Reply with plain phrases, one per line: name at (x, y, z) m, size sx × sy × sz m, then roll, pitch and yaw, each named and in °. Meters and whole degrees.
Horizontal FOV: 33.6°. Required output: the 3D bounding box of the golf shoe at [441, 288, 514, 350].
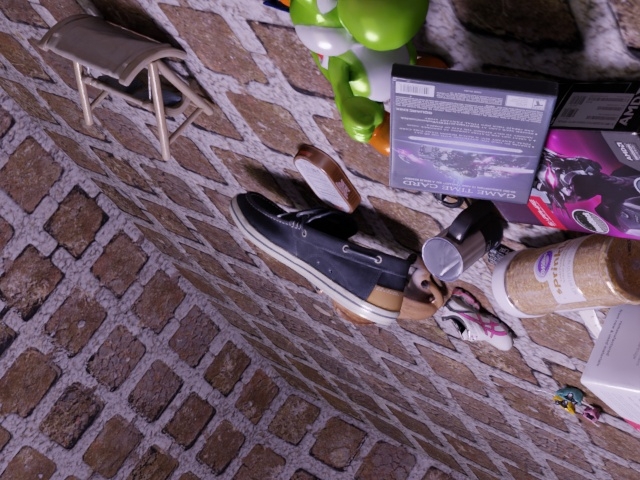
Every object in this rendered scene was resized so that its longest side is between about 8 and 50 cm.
golf shoe at (0.334, 0.188, 2.281) m, size 0.186 × 0.086 × 0.067 m, roll 39°, pitch 162°, yaw -15°

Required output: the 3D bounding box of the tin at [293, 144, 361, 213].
tin at (0.012, -0.121, 2.152) m, size 0.106 × 0.040 × 0.189 m, roll 25°, pitch 161°, yaw 43°

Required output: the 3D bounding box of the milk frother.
milk frother at (0.222, -0.023, 1.833) m, size 0.143 × 0.135 × 0.129 m, roll 21°, pitch 127°, yaw 34°

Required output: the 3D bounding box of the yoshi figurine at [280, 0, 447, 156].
yoshi figurine at (0.081, -0.249, 1.369) m, size 0.362 × 0.203 × 0.203 m, roll 48°, pitch -158°, yaw -59°

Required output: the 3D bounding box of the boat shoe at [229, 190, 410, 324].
boat shoe at (0.000, 0.000, 2.261) m, size 0.500 × 0.156 × 0.187 m, roll 33°, pitch -167°, yaw 38°

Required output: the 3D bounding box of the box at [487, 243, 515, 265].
box at (0.349, 0.038, 1.956) m, size 0.083 × 0.018 × 0.067 m, roll 29°, pitch 162°, yaw 21°

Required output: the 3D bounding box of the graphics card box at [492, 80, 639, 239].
graphics card box at (0.347, -0.108, 1.435) m, size 0.371 × 0.094 × 0.233 m, roll 10°, pitch 150°, yaw 52°

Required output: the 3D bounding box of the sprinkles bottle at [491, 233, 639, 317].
sprinkles bottle at (0.410, 0.056, 1.712) m, size 0.121 × 0.121 × 0.355 m, roll 39°, pitch 162°, yaw -10°

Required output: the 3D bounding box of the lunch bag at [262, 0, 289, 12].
lunch bag at (-0.020, -0.358, 1.480) m, size 0.129 × 0.096 × 0.151 m, roll 25°, pitch 176°, yaw 24°

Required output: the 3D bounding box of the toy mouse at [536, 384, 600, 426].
toy mouse at (0.581, 0.364, 2.371) m, size 0.161 × 0.031 × 0.143 m, roll 37°, pitch 164°, yaw -4°

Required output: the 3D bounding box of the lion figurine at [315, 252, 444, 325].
lion figurine at (0.153, 0.128, 2.385) m, size 0.392 × 0.142 × 0.240 m, roll 10°, pitch 157°, yaw 47°

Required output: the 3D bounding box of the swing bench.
swing bench at (-0.389, -0.332, 2.149) m, size 0.253 × 0.165 × 0.254 m, roll 26°, pitch 156°, yaw 30°

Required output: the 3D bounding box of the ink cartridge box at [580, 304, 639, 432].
ink cartridge box at (0.643, 0.237, 1.606) m, size 0.385 × 0.160 × 0.279 m, roll 8°, pitch 154°, yaw 50°

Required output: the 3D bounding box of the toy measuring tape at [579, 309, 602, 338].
toy measuring tape at (0.558, 0.191, 1.890) m, size 0.330 × 0.121 × 0.121 m, roll 61°, pitch 159°, yaw -6°

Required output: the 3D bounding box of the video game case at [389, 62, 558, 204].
video game case at (0.187, -0.130, 1.361) m, size 0.196 × 0.026 × 0.274 m, roll 8°, pitch 156°, yaw 7°
